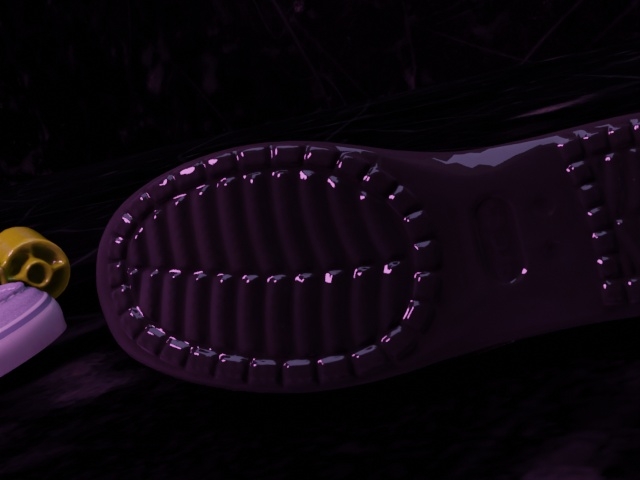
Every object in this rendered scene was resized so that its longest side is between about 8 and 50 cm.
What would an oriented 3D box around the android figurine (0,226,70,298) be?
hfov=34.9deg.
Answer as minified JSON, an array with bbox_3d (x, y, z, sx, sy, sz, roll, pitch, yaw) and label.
[{"bbox_3d":[-0.283,0.051,0.635,0.248,0.056,0.273,-19,12,-20],"label":"android figurine"}]

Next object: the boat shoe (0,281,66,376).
[{"bbox_3d":[-0.232,0.052,0.461,0.227,0.081,0.079,-20,11,-24],"label":"boat shoe"}]

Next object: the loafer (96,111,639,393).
[{"bbox_3d":[0.035,0.010,0.346,0.220,0.080,0.078,-4,-11,7],"label":"loafer"}]
